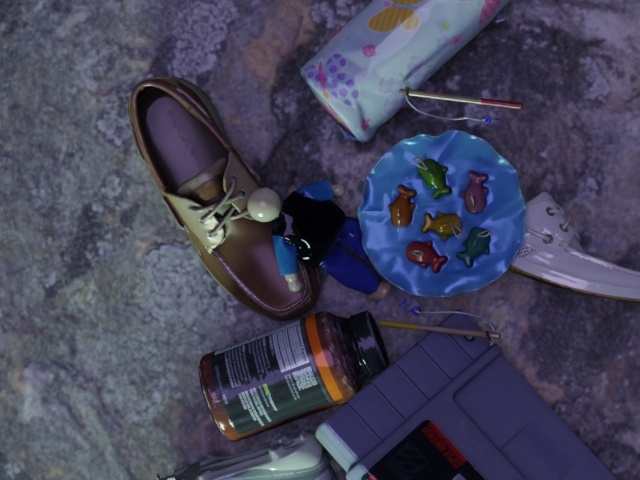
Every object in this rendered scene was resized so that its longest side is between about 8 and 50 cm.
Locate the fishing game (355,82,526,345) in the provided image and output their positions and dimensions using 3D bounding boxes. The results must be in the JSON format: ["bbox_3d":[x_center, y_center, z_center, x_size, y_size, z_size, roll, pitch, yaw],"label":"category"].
[{"bbox_3d":[0.125,-0.029,1.622,0.189,0.041,0.264,10,94,18],"label":"fishing game"}]

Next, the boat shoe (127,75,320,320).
[{"bbox_3d":[-0.119,-0.047,1.704,0.123,0.116,0.324,-38,81,5],"label":"boat shoe"}]

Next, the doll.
[{"bbox_3d":[0.000,0.000,1.666,0.189,0.046,0.129,32,83,-23],"label":"doll"}]

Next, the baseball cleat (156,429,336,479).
[{"bbox_3d":[-0.082,0.281,1.696,0.206,0.072,0.109,-19,106,22],"label":"baseball cleat"}]

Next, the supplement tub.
[{"bbox_3d":[-0.027,0.143,1.680,0.198,0.106,0.106,-20,83,7],"label":"supplement tub"}]

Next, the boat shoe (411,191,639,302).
[{"bbox_3d":[0.233,-0.007,1.653,0.277,0.098,0.096,19,89,11],"label":"boat shoe"}]

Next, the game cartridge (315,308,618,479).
[{"bbox_3d":[0.187,0.267,1.604,0.230,0.068,0.355,-36,79,-33],"label":"game cartridge"}]

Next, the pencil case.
[{"bbox_3d":[0.105,-0.232,1.684,0.273,0.124,0.113,-42,60,3],"label":"pencil case"}]
